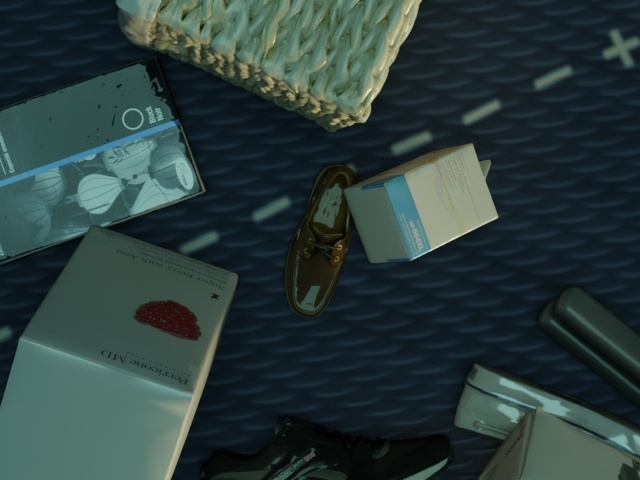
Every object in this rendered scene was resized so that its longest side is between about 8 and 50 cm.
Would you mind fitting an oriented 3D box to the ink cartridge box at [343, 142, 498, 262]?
[{"bbox_3d":[0.117,-0.043,1.632,0.143,0.092,0.090,-24,99,-27],"label":"ink cartridge box"}]

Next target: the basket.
[{"bbox_3d":[-0.022,-0.310,1.533,0.266,0.328,0.331,25,89,-6],"label":"basket"}]

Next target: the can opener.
[{"bbox_3d":[0.382,0.141,1.688,0.283,0.076,0.095,39,57,-2],"label":"can opener"}]

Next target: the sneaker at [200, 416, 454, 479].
[{"bbox_3d":[0.004,0.245,1.651,0.283,0.107,0.124,-19,85,-2],"label":"sneaker"}]

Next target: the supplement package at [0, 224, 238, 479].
[{"bbox_3d":[-0.208,0.135,1.525,0.177,0.293,0.175,19,112,-3],"label":"supplement package"}]

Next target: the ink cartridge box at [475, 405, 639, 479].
[{"bbox_3d":[0.301,0.355,1.601,0.307,0.129,0.223,29,124,-2],"label":"ink cartridge box"}]

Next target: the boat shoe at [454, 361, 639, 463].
[{"bbox_3d":[0.279,0.224,1.663,0.267,0.096,0.088,22,94,-1],"label":"boat shoe"}]

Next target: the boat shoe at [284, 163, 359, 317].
[{"bbox_3d":[0.000,0.000,1.665,0.064,0.060,0.178,15,90,-2],"label":"boat shoe"}]

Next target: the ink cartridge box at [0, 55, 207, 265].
[{"bbox_3d":[-0.308,-0.074,1.654,0.332,0.065,0.165,-20,92,-1],"label":"ink cartridge box"}]
